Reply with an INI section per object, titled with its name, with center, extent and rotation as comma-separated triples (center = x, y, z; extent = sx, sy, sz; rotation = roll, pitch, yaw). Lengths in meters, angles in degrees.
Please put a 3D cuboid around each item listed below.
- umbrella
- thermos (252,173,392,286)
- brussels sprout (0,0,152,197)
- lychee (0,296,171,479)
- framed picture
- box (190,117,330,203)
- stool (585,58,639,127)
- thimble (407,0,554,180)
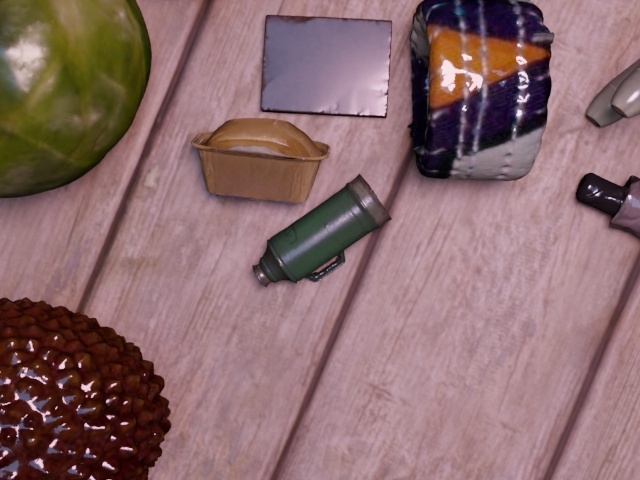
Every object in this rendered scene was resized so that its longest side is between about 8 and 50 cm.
[umbrella]
center = 0.486, -0.002, 1.119
extent = 0.337, 0.067, 0.073
rotation = 25, 134, 3
[thermos]
center = -0.003, -0.004, 1.155
extent = 0.187, 0.083, 0.073
rotation = -34, 67, 5
[brussels sprout]
center = -0.363, -0.234, 1.073
extent = 0.289, 0.281, 0.355
rotation = -36, 66, 33
[lychee]
center = -0.351, 0.211, 1.063
extent = 0.330, 0.306, 0.306
rotation = -4, 90, -24
[framed picture]
center = 0.008, -0.231, 1.171
extent = 0.168, 0.023, 0.128
rotation = 3, 91, 4
[box]
center = -0.077, -0.108, 1.139
extent = 0.177, 0.111, 0.111
rotation = 5, 91, 3
[stool]
center = 0.459, -0.179, 1.063
extent = 0.195, 0.195, 0.199
rotation = 43, 97, 2
[thimble]
center = 0.184, -0.189, 1.070
extent = 0.150, 0.237, 0.237
rotation = 1, 90, -1
